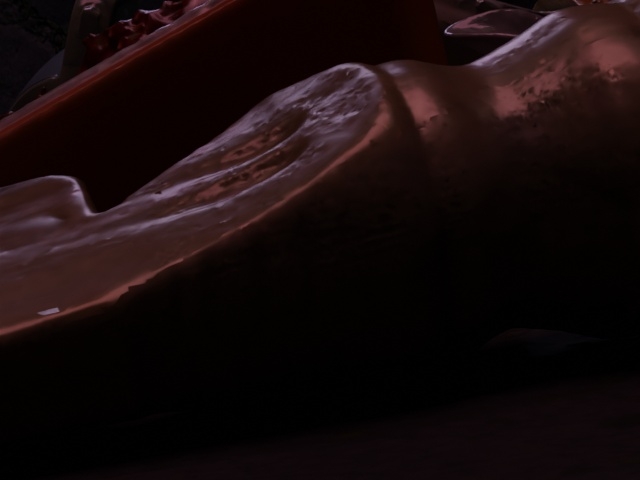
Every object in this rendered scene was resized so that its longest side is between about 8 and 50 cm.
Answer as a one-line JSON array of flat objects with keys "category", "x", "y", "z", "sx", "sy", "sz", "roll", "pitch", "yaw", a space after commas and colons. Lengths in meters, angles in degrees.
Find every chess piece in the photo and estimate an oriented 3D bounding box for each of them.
[{"category": "chess piece", "x": 0.000, "y": 0.000, "z": 0.637, "sx": 0.301, "sy": 0.137, "sz": 0.137, "roll": -13, "pitch": 6, "yaw": -12}]

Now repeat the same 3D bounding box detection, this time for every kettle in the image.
[{"category": "kettle", "x": -0.179, "y": -0.114, "z": 1.585, "sx": 0.160, "sy": 0.210, "sz": 0.243, "roll": 15, "pitch": 7, "yaw": 0}]

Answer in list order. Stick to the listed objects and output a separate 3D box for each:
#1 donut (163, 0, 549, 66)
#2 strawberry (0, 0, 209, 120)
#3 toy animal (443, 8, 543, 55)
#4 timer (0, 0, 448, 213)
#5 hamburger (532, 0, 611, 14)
[{"category": "donut", "x": 0.043, "y": -0.159, "z": 1.599, "sx": 0.383, "sy": 0.142, "sz": 0.382, "roll": 15, "pitch": 8, "yaw": -2}, {"category": "strawberry", "x": -0.067, "y": -0.033, "z": 1.032, "sx": 0.236, "sy": 0.175, "sz": 0.106, "roll": -41, "pitch": 27, "yaw": 23}, {"category": "toy animal", "x": 0.143, "y": -0.045, "z": 0.890, "sx": 0.127, "sy": 0.131, "sz": 0.182, "roll": -16, "pitch": -14, "yaw": 17}, {"category": "timer", "x": -0.072, "y": -0.031, "z": 0.837, "sx": 0.250, "sy": 0.161, "sz": 0.257, "roll": -15, "pitch": 6, "yaw": -2}, {"category": "hamburger", "x": 0.288, "y": -0.169, "z": 1.783, "sx": 0.237, "sy": 0.147, "sz": 0.237, "roll": -5, "pitch": 6, "yaw": 0}]
